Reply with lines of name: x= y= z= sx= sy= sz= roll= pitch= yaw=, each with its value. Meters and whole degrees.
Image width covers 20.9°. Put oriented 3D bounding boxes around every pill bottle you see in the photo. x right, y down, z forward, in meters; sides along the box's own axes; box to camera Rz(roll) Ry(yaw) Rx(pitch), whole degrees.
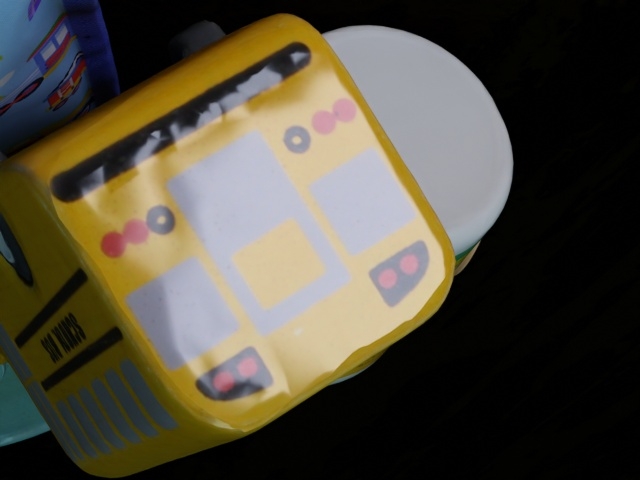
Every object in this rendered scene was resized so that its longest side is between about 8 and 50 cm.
pill bottle: x=0.000 y=0.000 z=0.830 sx=0.118 sy=0.117 sz=0.208 roll=-2 pitch=153 yaw=-22

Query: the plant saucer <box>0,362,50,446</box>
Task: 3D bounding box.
plant saucer: x=-0.225 y=0.060 z=0.943 sx=0.318 sy=0.043 sz=0.317 roll=-10 pitch=155 yaw=-5

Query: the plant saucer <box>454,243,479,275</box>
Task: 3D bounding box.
plant saucer: x=0.070 y=-0.024 z=0.859 sx=0.013 sy=0.083 sz=0.083 roll=17 pitch=148 yaw=-11

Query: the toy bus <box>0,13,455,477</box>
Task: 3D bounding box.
toy bus: x=-0.066 y=0.013 z=0.672 sx=0.108 sy=0.130 sz=0.333 roll=-33 pitch=179 yaw=-18

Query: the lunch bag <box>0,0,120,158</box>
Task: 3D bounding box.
lunch bag: x=-0.188 y=-0.047 z=0.610 sx=0.221 sy=0.138 sz=0.293 roll=-28 pitch=165 yaw=-7
